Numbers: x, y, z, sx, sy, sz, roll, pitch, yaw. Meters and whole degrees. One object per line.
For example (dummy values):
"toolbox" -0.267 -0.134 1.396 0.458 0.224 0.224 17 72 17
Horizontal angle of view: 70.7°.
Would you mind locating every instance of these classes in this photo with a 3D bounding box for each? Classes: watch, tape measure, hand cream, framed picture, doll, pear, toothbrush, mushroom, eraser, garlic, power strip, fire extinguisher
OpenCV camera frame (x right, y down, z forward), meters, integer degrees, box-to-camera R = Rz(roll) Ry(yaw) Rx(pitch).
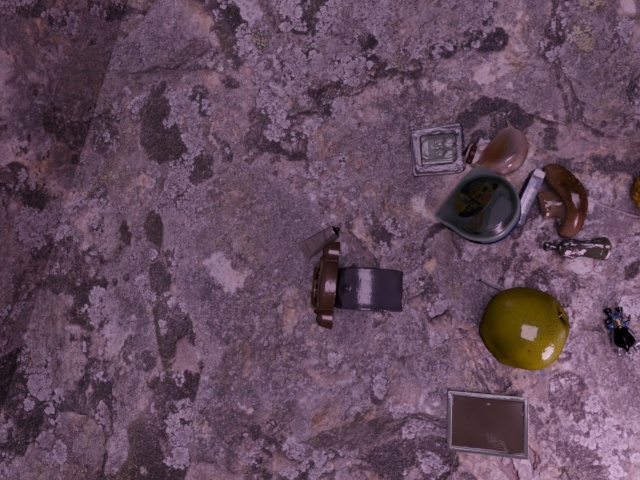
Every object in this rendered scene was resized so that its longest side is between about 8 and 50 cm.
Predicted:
"watch" 0.143 0.180 1.712 0.327 0.335 0.314 6 83 -7
"tape measure" 0.586 -0.115 1.646 0.262 0.138 0.259 43 102 34
"hand cream" 0.000 0.000 1.854 0.186 0.054 0.087 -33 77 15
"framed picture" 0.631 0.695 1.712 0.296 0.019 0.232 2 88 12
"doll" 1.078 0.337 1.613 0.096 0.070 0.195 -18 77 25
"pear" 0.713 0.306 1.582 0.294 0.294 0.294 0 88 11
"toothbrush" 0.735 0.217 1.707 0.294 0.026 0.028 24 74 11
"mushroom" 0.887 -0.152 1.628 0.156 0.151 0.285 -14 85 9
"eraser" 0.764 -0.156 1.683 0.046 0.092 0.212 25 93 10
"garlic" 0.718 -0.357 1.710 0.148 0.128 0.266 35 84 -1
"power strip" 0.461 -0.357 1.766 0.213 0.064 0.198 -7 86 11
"fire extinguisher" 0.582 -0.351 1.755 0.046 0.032 0.100 19 82 13

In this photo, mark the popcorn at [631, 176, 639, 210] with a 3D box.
"popcorn" 1.177 -0.159 1.568 0.170 0.180 0.180 12 90 45

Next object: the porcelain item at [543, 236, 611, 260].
"porcelain item" 0.932 0.030 1.653 0.216 0.069 0.081 1 122 13
